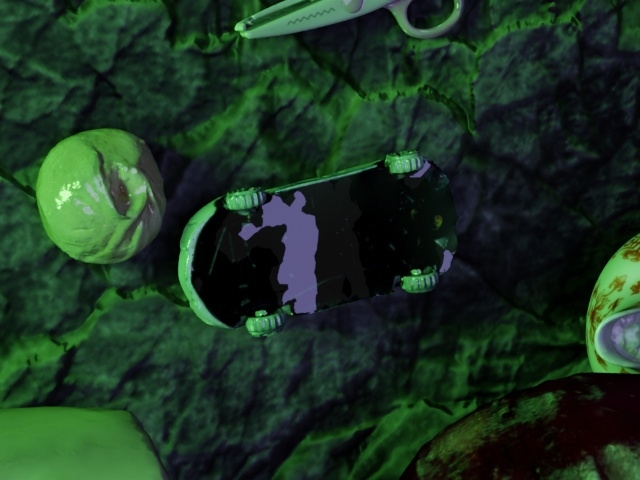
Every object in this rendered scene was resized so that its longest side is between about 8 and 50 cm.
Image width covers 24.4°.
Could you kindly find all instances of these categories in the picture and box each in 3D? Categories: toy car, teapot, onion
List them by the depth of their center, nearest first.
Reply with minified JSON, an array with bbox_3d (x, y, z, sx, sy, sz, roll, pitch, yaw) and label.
[{"bbox_3d":[0.222,0.218,0.969,0.336,0.282,0.260,40,107,-16],"label":"onion"},{"bbox_3d":[0.000,0.000,0.982,0.204,0.056,0.095,-14,103,-22],"label":"toy car"},{"bbox_3d":[0.280,0.063,1.108,0.245,0.116,0.159,-8,88,-24],"label":"teapot"}]

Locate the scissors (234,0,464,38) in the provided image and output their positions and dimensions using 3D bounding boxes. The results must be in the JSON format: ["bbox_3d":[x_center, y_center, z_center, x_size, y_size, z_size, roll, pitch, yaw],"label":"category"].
[{"bbox_3d":[0.021,-0.162,0.990,0.176,0.022,0.085,-21,109,-27],"label":"scissors"}]

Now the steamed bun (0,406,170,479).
[{"bbox_3d":[-0.219,0.319,0.782,0.371,0.290,0.456,-2,88,-30],"label":"steamed bun"}]

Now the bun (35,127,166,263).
[{"bbox_3d":[-0.131,-0.026,0.911,0.086,0.055,0.086,-4,99,-28],"label":"bun"}]
